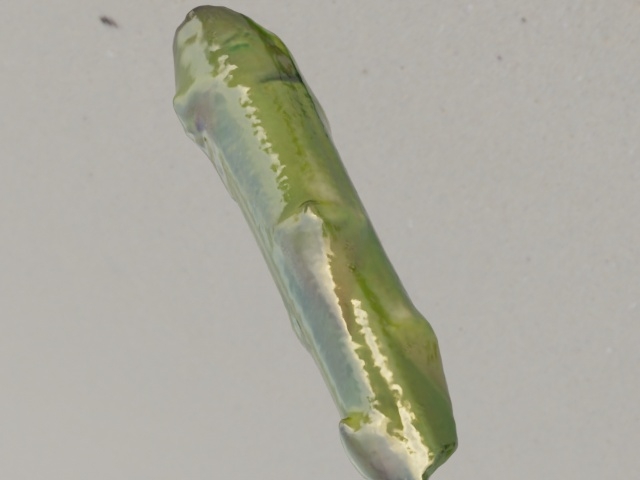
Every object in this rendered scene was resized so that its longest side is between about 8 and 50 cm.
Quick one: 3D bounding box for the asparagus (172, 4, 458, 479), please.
[{"bbox_3d":[-0.001,0.001,0.653,0.343,0.082,0.085,62,-177,28],"label":"asparagus"}]
